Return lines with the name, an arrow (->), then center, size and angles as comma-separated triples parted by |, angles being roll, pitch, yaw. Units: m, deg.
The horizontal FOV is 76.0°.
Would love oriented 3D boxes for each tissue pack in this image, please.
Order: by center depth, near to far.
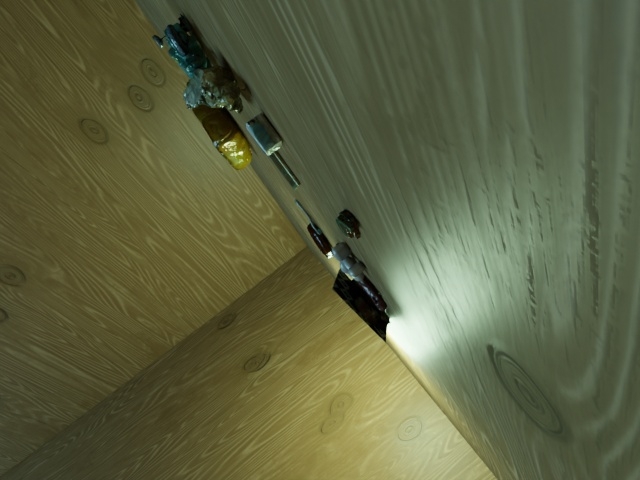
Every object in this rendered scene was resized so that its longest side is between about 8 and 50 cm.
tissue pack -> -0.150, -0.281, 1.089 | 0.094, 0.058, 0.074 | 54, 178, -2

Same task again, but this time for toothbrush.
toothbrush -> -0.057, -0.105, 1.823 | 0.204, 0.022, 0.017 | 53, -172, 17

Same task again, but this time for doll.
doll -> 0.092, 0.074, 1.366 | 0.161, 0.059, 0.160 | 51, 174, 25

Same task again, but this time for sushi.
sushi -> 0.179, 0.227, 1.596 | 0.294, 0.059, 0.292 | 45, -167, 0

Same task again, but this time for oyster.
oyster -> -0.292, -0.410, 1.123 | 0.341, 0.166, 0.111 | -139, 53, -67

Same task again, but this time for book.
book -> -0.151, -0.280, 1.409 | 0.242, 0.018, 0.170 | 54, 176, -6

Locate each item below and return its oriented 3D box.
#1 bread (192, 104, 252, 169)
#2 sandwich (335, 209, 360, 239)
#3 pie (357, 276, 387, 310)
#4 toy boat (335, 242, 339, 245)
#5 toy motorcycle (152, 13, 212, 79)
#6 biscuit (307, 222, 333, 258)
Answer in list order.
bread -> -0.496, -0.561, 2.118 | 0.328, 0.147, 0.337 | 56, 179, 21
sandwich -> 0.064, -0.034, 0.956 | 0.067, 0.029, 0.135 | 53, 177, 15
pie -> 0.184, 0.189, 1.471 | 0.154, 0.036, 0.154 | 52, 176, 5
toy boat -> 0.080, 0.045, 1.548 | 0.063, 0.016, 0.115 | 53, 176, 12
toy motorcycle -> -0.395, -0.549, 1.232 | 0.198, 0.109, 0.296 | 58, -178, -20
biscuit -> 0.000, 0.000, 1.895 | 0.192, 0.049, 0.192 | 54, 170, 14
